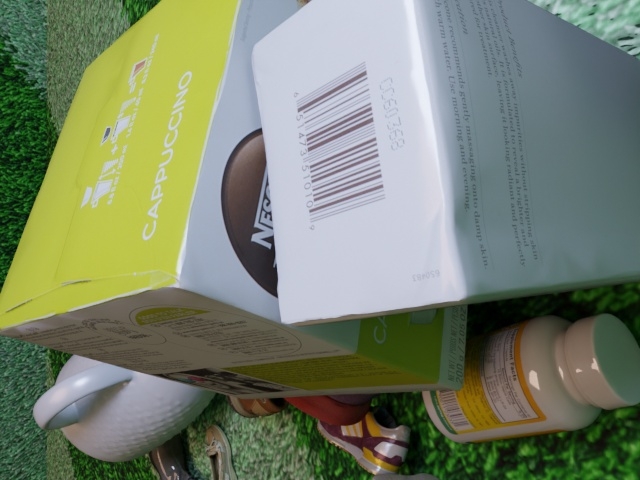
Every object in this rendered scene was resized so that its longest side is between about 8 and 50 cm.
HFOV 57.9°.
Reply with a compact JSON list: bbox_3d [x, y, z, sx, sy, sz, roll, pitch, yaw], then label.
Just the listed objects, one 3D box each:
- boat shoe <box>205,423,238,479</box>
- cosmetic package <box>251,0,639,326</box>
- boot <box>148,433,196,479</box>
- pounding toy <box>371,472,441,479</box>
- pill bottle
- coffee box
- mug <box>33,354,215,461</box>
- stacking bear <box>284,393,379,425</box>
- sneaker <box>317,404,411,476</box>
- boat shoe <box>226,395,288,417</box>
[{"bbox_3d":[-0.218,0.466,1.221,0.056,0.048,0.152,-39,62,44],"label":"boat shoe"},{"bbox_3d":[0.150,-0.057,0.476,0.156,0.385,0.217,-16,77,46],"label":"cosmetic package"},{"bbox_3d":[-0.313,0.544,1.334,0.161,0.084,0.246,-2,96,44],"label":"boot"},{"bbox_3d":[0.138,0.432,0.698,0.269,0.154,0.154,40,121,43],"label":"pounding toy"},{"bbox_3d":[0.219,0.146,0.613,0.208,0.118,0.117,-33,67,47],"label":"pill bottle"},{"bbox_3d":[-0.073,-0.034,0.614,0.338,0.335,0.337,-15,58,42],"label":"coffee box"},{"bbox_3d":[-0.381,0.279,1.162,0.328,0.374,0.276,-38,73,34],"label":"mug"},{"bbox_3d":[0.070,0.093,0.771,0.164,0.175,0.289,42,115,19],"label":"stacking bear"},{"bbox_3d":[0.067,0.279,0.858,0.186,0.070,0.083,13,76,57],"label":"sneaker"},{"bbox_3d":[-0.115,0.156,1.039,0.120,0.123,0.323,-12,90,45],"label":"boat shoe"}]
